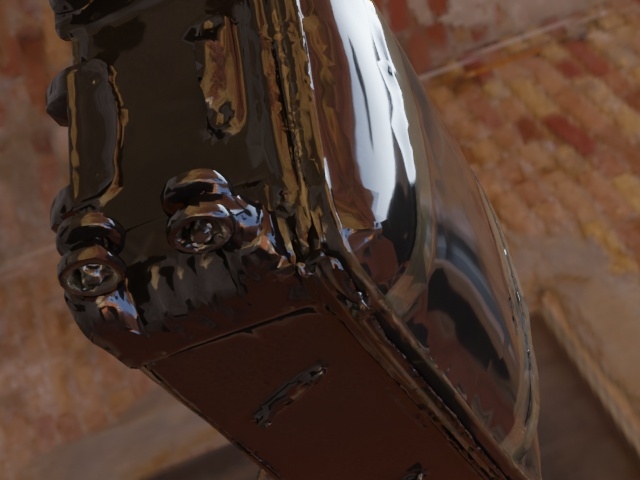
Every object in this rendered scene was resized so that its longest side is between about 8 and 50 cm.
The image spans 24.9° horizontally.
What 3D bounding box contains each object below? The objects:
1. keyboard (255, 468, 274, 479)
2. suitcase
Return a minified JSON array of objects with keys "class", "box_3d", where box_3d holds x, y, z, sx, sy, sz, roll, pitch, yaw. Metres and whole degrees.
[{"class":"keyboard","box_3d":[0.101,0.235,1.072,0.106,0.317,0.027,-79,180,-54]},{"class":"suitcase","box_3d":[0.000,0.000,0.900,0.434,0.194,0.283,52,22,-51]}]
